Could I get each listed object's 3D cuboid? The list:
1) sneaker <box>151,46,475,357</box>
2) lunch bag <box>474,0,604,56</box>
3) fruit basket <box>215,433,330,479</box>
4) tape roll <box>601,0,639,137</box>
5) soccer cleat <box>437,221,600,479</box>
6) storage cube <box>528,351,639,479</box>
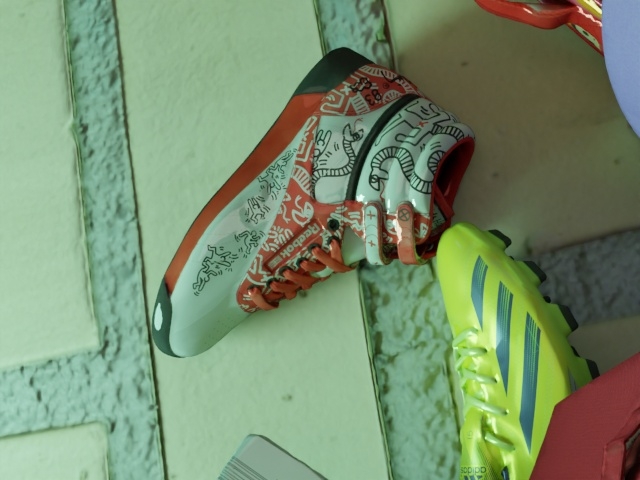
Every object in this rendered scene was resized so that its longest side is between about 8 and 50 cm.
[{"bbox_3d":[0.000,-0.001,0.897,0.145,0.090,0.270,33,86,23],"label":"sneaker"},{"bbox_3d":[0.211,-0.255,0.876,0.258,0.120,0.293,-45,71,4],"label":"lunch bag"},{"bbox_3d":[-0.010,0.357,0.790,0.327,0.165,0.353,33,95,14],"label":"fruit basket"},{"bbox_3d":[0.319,-0.142,0.757,0.275,0.090,0.275,-3,107,-9],"label":"tape roll"},{"bbox_3d":[0.132,0.122,0.826,0.121,0.093,0.289,-25,74,0],"label":"soccer cleat"},{"bbox_3d":[0.214,0.182,0.655,0.215,0.193,0.183,32,61,-3],"label":"storage cube"}]
